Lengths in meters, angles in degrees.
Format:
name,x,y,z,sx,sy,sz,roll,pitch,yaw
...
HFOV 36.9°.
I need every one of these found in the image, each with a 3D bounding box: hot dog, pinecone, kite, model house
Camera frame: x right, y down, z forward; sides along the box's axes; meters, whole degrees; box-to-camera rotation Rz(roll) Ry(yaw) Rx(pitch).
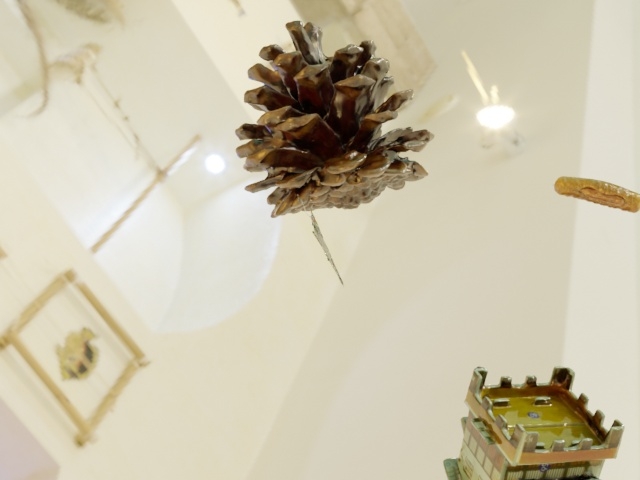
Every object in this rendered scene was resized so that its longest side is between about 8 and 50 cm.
name,x,y,z,sx,sy,sz,roll,pitch,yaw
hot dog,0.429,-0.073,1.477,0.137,0.044,0.028,18,-141,10
pinecone,0.008,-0.228,1.734,0.384,0.384,0.384,-31,-162,11
kite,0.000,0.000,0.810,0.004,0.090,0.122,-25,-164,3
model house,0.341,0.337,1.534,0.224,0.215,0.198,0,-153,-20
